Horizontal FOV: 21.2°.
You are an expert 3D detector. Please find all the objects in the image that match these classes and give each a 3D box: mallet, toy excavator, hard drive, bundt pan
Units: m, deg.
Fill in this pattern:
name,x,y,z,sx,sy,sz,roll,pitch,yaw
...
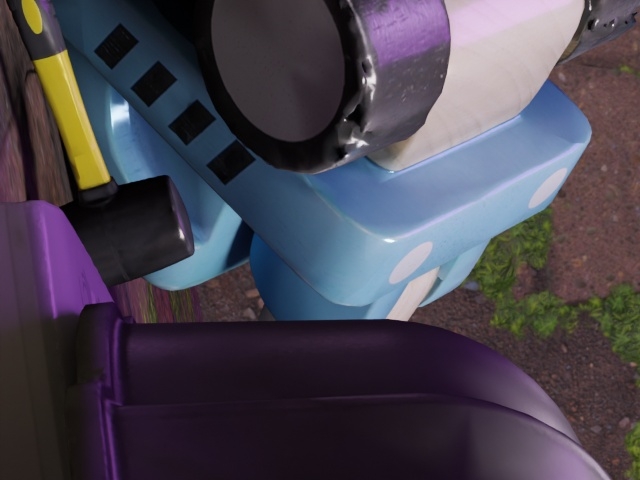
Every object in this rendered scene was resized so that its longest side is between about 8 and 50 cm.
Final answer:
name,x,y,z,sx,sy,sz,roll,pitch,yaw
mallet,-0.095,-0.069,0.673,0.039,0.062,0.189,-109,-171,-68
toy excavator,0.000,0.000,0.888,0.433,0.222,0.445,46,-44,18
hard drive,-0.058,0.163,0.490,0.203,0.040,0.307,89,-9,-75
bundt pan,0.027,0.166,0.433,0.331,0.124,0.330,170,-90,-89
